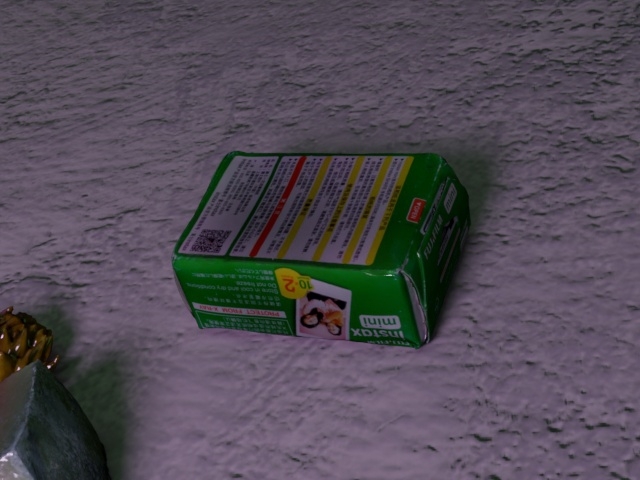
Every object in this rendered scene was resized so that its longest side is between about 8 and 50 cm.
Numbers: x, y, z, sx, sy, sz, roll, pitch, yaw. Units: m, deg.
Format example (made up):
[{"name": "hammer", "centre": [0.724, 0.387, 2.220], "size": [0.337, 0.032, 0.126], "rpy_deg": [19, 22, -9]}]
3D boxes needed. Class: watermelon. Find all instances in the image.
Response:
[{"name": "watermelon", "centre": [-0.301, 0.236, 0.781], "size": [0.256, 0.140, 0.193], "rpy_deg": [-24, 33, 4]}]

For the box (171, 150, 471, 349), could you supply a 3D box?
[{"name": "box", "centre": [0.000, 0.000, 0.931], "size": [0.250, 0.103, 0.180], "rpy_deg": [3, 45, 24]}]

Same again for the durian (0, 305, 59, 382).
[{"name": "durian", "centre": [-0.401, 0.158, 0.888], "size": [0.341, 0.112, 0.191], "rpy_deg": [-15, 39, -1]}]
